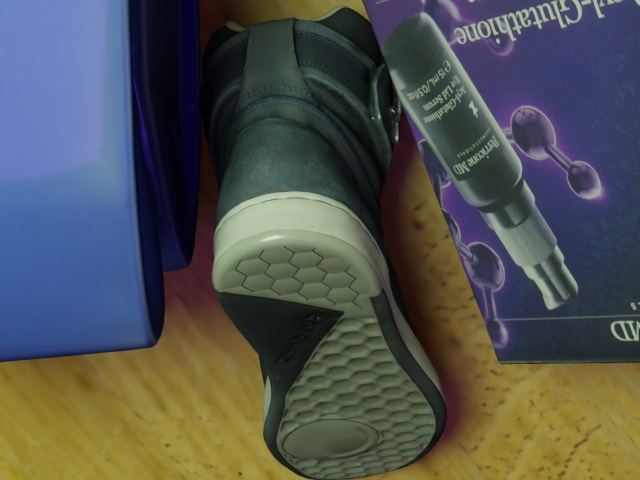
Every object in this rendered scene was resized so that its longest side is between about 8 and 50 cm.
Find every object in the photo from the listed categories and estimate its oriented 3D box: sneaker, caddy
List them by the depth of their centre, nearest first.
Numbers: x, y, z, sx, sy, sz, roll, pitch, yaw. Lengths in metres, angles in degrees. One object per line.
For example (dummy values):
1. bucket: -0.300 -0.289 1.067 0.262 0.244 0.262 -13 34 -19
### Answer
1. caddy: -0.145 -0.106 0.541 0.179 0.241 0.341 0 103 0
2. sneaker: 0.002 -0.001 0.631 0.086 0.163 0.226 -9 143 3

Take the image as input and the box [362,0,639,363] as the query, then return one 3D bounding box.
1. box: 0.121 -0.063 0.551 0.153 0.108 0.207 -9 106 53
